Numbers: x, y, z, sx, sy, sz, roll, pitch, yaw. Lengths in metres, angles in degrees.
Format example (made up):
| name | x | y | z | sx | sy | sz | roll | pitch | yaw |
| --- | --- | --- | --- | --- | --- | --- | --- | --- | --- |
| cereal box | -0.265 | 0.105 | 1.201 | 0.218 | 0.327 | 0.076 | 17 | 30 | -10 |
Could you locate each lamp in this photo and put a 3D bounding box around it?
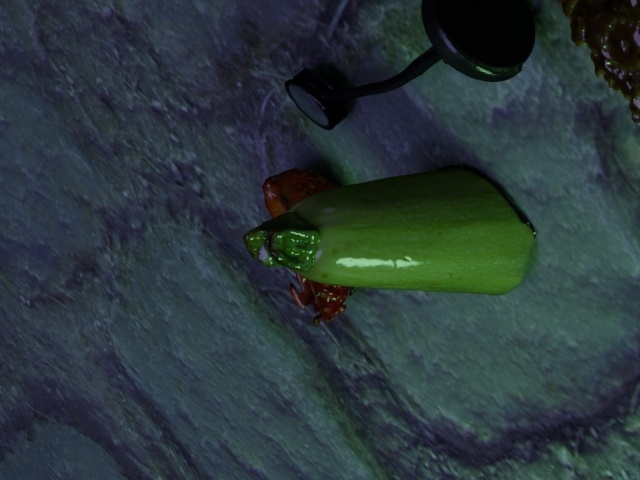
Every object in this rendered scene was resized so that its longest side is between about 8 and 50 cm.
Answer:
| name | x | y | z | sx | sy | sz | roll | pitch | yaw |
| --- | --- | --- | --- | --- | --- | --- | --- | --- | --- |
| lamp | 0.085 | -0.170 | 1.734 | 0.130 | 0.108 | 0.371 | 45 | 162 | -5 |

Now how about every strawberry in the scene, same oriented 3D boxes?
| name | x | y | z | sx | sy | sz | roll | pitch | yaw |
| --- | --- | --- | --- | --- | --- | --- | --- | --- | --- |
| strawberry | 0.000 | 0.000 | 1.965 | 0.121 | 0.082 | 0.188 | 51 | 162 | 45 |

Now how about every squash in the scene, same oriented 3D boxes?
| name | x | y | z | sx | sy | sz | roll | pitch | yaw |
| --- | --- | --- | --- | --- | --- | --- | --- | --- | --- |
| squash | 0.045 | -0.013 | 1.756 | 0.137 | 0.287 | 0.137 | -179 | 90 | -66 |

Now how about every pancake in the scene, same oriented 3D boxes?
| name | x | y | z | sx | sy | sz | roll | pitch | yaw |
| --- | --- | --- | --- | --- | --- | --- | --- | --- | --- |
| pancake | 0.247 | -0.194 | 1.487 | 0.266 | 0.057 | 0.244 | 10 | 125 | 49 |
